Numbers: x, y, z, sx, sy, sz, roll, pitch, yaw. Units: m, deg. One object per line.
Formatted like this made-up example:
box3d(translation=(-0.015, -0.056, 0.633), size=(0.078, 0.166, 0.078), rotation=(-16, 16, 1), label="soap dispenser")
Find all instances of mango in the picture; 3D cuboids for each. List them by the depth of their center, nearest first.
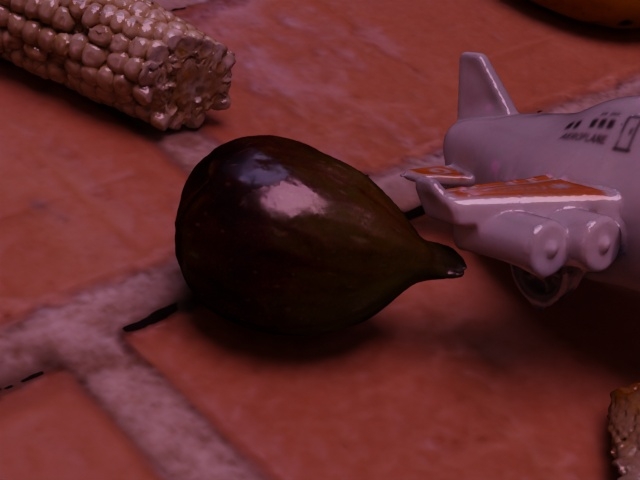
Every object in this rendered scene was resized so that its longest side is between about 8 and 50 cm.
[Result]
box3d(translation=(0.212, -0.233, 1.082), size=(0.178, 0.090, 0.115), rotation=(38, 34, 15), label="mango")

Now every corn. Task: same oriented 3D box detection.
box3d(translation=(-0.158, -0.135, 0.827), size=(0.211, 0.087, 0.087), rotation=(28, 38, 14), label="corn")

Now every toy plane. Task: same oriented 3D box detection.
box3d(translation=(0.157, -0.037, 0.738), size=(0.244, 0.117, 0.245), rotation=(0, 16, 0), label="toy plane")

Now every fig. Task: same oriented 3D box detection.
box3d(translation=(0.000, 0.000, 0.689), size=(0.154, 0.103, 0.109), rotation=(3, 60, -3), label="fig")

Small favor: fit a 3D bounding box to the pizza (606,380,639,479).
box3d(translation=(0.205, 0.128, 0.634), size=(0.134, 0.056, 0.271), rotation=(25, 36, 0), label="pizza")
